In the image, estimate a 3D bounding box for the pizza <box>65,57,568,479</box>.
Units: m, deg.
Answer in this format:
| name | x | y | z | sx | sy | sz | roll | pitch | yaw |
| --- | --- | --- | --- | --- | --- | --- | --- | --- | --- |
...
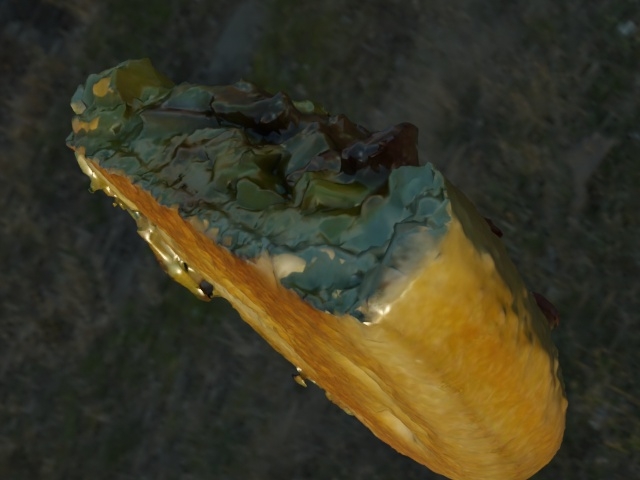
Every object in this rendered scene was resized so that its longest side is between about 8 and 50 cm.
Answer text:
| name | x | y | z | sx | sy | sz | roll | pitch | yaw |
| --- | --- | --- | --- | --- | --- | --- | --- | --- | --- |
| pizza | 0.000 | 0.000 | 0.633 | 0.229 | 0.289 | 0.081 | 36 | 82 | 15 |
